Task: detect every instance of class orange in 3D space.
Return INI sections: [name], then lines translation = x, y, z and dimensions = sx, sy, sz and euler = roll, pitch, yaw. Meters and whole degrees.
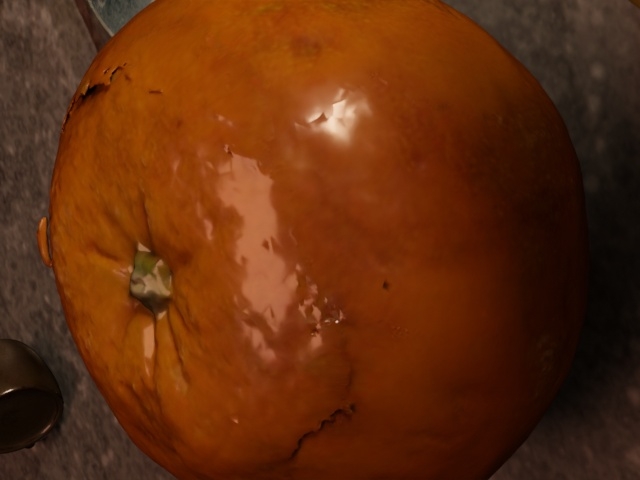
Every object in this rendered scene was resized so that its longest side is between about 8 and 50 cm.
[orange]
translation = 0.000, 0.000, 0.962
dimensions = 0.284, 0.226, 0.284
euler = 26, 125, 43

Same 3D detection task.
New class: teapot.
[teapot]
translation = -0.230, 0.110, 1.438
dimensions = 0.068, 0.076, 0.121
euler = 60, 172, 36

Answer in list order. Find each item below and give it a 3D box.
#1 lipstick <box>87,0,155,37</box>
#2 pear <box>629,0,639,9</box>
[lipstick]
translation = -0.061, -0.227, 1.090
dimensions = 0.077, 0.076, 0.289
euler = 49, 136, 30
[pear]
translation = 0.187, -0.176, 0.584
dimensions = 0.309, 0.309, 0.309
euler = 22, 119, 48
